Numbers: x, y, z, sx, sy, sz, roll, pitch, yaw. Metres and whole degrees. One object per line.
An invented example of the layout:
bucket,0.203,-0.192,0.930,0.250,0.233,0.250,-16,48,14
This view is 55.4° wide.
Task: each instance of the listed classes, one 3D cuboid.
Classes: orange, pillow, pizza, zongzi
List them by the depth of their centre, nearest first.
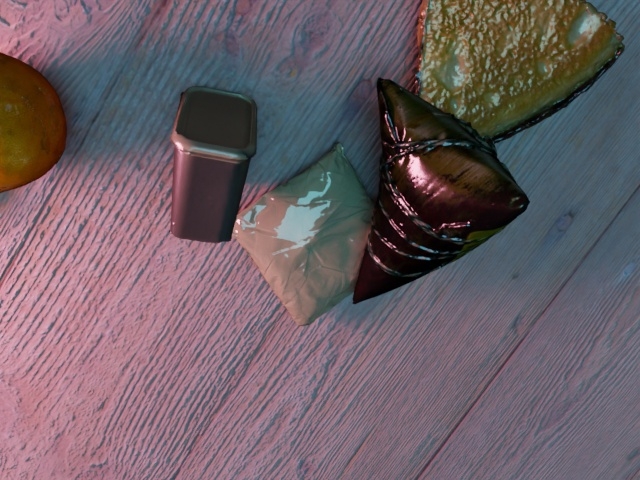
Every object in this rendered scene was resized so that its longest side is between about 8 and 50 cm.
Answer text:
orange,-0.533,-0.188,0.971,0.240,0.240,0.240,-2,108,-8
zongzi,0.171,-0.031,1.092,0.362,0.319,0.383,-40,153,-1
pizza,0.308,-0.317,1.130,0.435,0.080,0.392,27,104,-18
pillow,-0.002,0.000,1.192,0.274,0.076,0.280,-34,110,1

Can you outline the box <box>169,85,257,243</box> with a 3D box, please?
box,-0.188,-0.134,1.035,0.138,0.274,0.178,9,119,-10
